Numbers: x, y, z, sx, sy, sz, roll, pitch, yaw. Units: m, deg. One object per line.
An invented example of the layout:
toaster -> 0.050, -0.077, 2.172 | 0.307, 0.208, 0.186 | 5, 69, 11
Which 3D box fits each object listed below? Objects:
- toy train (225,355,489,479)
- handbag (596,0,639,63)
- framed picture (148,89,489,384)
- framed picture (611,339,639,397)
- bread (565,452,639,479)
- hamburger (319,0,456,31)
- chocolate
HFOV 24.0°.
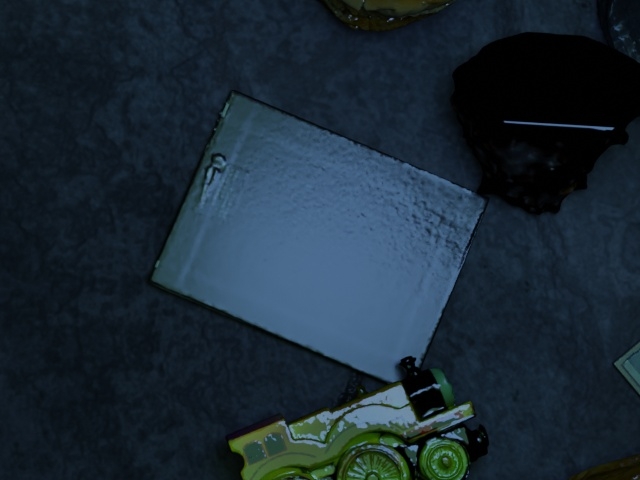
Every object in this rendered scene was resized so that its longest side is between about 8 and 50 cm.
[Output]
toy train -> 0.041, 0.240, 1.712 | 0.296, 0.100, 0.161 | -20, 84, -7
handbag -> 0.456, -0.280, 1.817 | 0.270, 0.088, 0.175 | -33, 95, -7
framed picture -> 0.000, 0.000, 1.779 | 0.338, 0.014, 0.255 | 23, 82, -2
framed picture -> 0.435, 0.170, 1.795 | 0.109, 0.011, 0.149 | -39, 88, -8
bread -> 0.383, 0.394, 1.706 | 0.166, 0.132, 0.294 | -21, 87, -6
hamburger -> 0.082, -0.364, 1.750 | 0.244, 0.163, 0.244 | 0, 84, -2
chocolate -> 0.262, -0.120, 1.770 | 0.224, 0.206, 0.177 | 5, 128, 6
